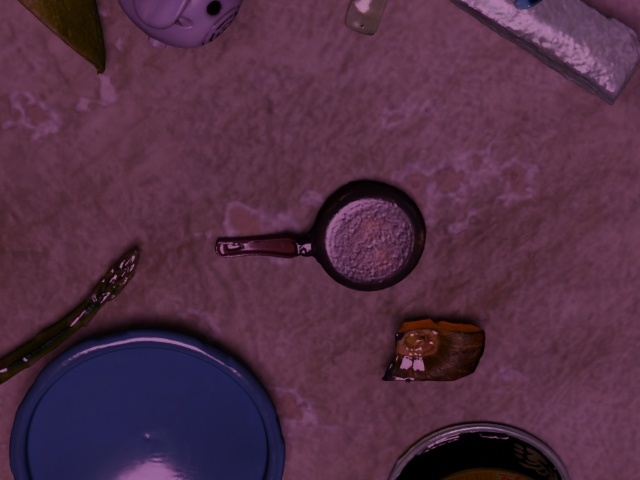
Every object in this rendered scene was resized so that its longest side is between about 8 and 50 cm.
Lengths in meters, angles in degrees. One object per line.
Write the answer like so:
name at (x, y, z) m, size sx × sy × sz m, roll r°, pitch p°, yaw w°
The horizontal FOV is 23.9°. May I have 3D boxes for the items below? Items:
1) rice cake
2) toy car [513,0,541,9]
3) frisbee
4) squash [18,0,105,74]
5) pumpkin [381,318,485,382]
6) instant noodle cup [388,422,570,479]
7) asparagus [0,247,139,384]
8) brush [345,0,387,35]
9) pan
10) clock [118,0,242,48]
rice cake at (0.206, -0.205, 1.395) m, size 0.206 × 0.063 × 0.069 m, roll 33°, pitch 92°, yaw -11°
toy car at (0.219, -0.285, 1.341) m, size 0.126 × 0.161 × 0.098 m, roll 59°, pitch 143°, yaw 4°
frisbee at (-0.181, 0.218, 1.589) m, size 0.290 × 0.049 × 0.289 m, roll -1°, pitch 112°, yaw -3°
squash at (-0.286, -0.242, 1.342) m, size 0.169 × 0.093 × 0.252 m, roll -14°, pitch 114°, yaw -13°
pumpkin at (0.116, 0.112, 1.556) m, size 0.101 × 0.035 × 0.073 m, roll 1°, pitch 125°, yaw -5°
instant noodle cup at (0.168, 0.330, 1.543) m, size 0.216 × 0.236 × 0.215 m, roll 0°, pitch 112°, yaw 1°
asparagus at (-0.264, 0.085, 1.543) m, size 0.236 × 0.027 × 0.034 m, roll -38°, pitch 120°, yaw 15°
brush at (0.064, -0.271, 1.388) m, size 0.033 × 0.030 × 0.178 m, roll 12°, pitch 113°, yaw -16°
pan at (0.000, 0.001, 1.501) m, size 0.212 × 0.040 × 0.114 m, roll -5°, pitch 109°, yaw 1°
clock at (-0.101, -0.278, 1.323) m, size 0.189 × 0.189 × 0.254 m, roll 30°, pitch 125°, yaw -13°
